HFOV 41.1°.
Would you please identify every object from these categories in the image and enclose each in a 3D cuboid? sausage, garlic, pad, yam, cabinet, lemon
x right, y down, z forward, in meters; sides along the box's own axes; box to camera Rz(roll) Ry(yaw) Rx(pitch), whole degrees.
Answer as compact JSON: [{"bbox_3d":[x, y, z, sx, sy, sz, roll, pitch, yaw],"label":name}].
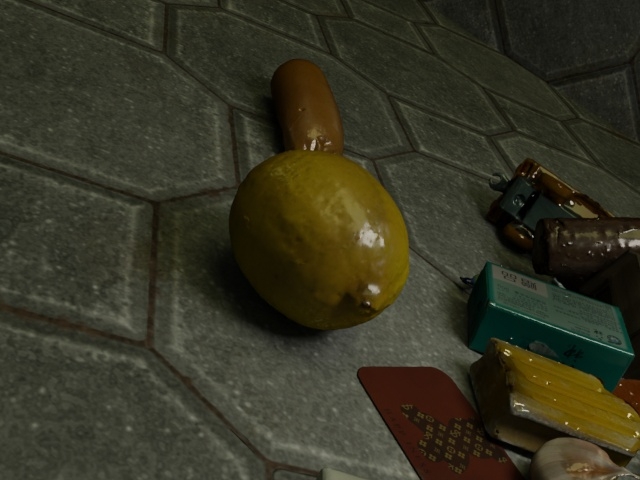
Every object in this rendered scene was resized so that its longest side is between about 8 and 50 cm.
[{"bbox_3d":[-0.023,-0.246,1.708,0.134,0.116,0.354,26,29,-29],"label":"sausage"},{"bbox_3d":[0.320,0.320,1.065,0.124,0.099,0.174,24,27,7],"label":"garlic"},{"bbox_3d":[0.168,0.261,1.121,0.181,0.004,0.267,6,35,-37],"label":"pad"},{"bbox_3d":[0.545,0.015,1.597,0.279,0.131,0.131,1,28,4],"label":"yam"},{"bbox_3d":[0.600,0.149,1.517,0.215,0.148,0.175,20,48,-16],"label":"cabinet"},{"bbox_3d":[-0.002,-0.003,1.170,0.236,0.236,0.263,-5,69,-48],"label":"lemon"}]

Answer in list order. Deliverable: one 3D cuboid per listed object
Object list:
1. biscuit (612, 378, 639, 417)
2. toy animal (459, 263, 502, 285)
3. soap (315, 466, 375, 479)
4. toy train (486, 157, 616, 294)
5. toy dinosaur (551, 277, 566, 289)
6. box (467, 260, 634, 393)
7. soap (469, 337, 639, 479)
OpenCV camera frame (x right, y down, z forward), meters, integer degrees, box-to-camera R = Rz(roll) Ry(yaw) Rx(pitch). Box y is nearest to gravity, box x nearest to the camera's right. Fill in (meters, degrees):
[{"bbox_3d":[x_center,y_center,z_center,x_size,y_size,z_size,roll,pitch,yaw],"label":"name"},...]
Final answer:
[{"bbox_3d":[0.536,0.301,1.369,0.186,0.036,0.192,3,36,-36],"label":"biscuit"},{"bbox_3d":[0.343,0.087,1.552,0.216,0.041,0.075,21,34,-23],"label":"toy animal"},{"bbox_3d":[0.047,0.319,0.837,0.121,0.064,0.183,20,27,-11],"label":"soap"},{"bbox_3d":[0.517,-0.030,1.803,0.369,0.163,0.231,39,19,19],"label":"toy train"},{"bbox_3d":[0.443,0.106,1.579,0.082,0.039,0.209,47,16,22],"label":"toy dinosaur"},{"bbox_3d":[0.368,0.141,1.390,0.244,0.092,0.153,21,26,0],"label":"box"},{"bbox_3d":[0.353,0.249,1.231,0.257,0.080,0.160,23,28,-14],"label":"soap"}]
